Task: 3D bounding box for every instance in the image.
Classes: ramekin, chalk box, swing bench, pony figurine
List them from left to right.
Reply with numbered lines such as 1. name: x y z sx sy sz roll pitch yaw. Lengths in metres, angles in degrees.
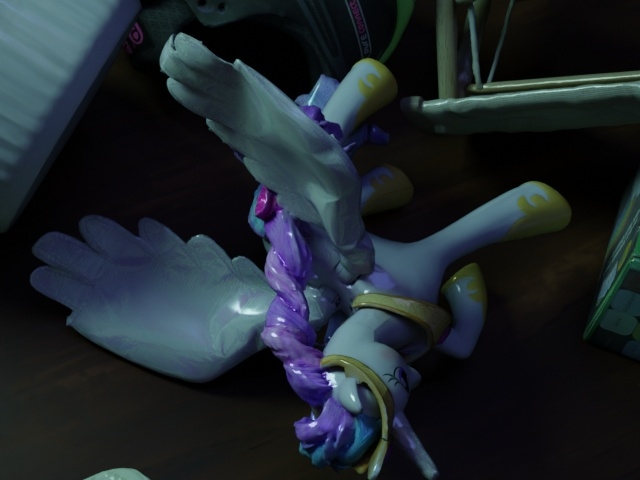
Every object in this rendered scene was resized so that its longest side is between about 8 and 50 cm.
1. ramekin: -0.248 -0.128 1.499 0.127 0.273 0.273 31 52 -7
2. pony figurine: 0.000 0.000 1.487 0.351 0.303 0.363 37 39 2
3. swing bench: 0.226 -0.207 1.650 0.253 0.165 0.255 -1 75 29
4. chalk box: 0.313 0.030 1.605 0.132 0.132 0.213 20 54 0

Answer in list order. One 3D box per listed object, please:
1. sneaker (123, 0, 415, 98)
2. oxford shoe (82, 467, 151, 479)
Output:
1. sneaker: -0.149 -0.256 1.624 0.482 0.185 0.202 25 83 -10
2. oxford shoe: -0.168 0.352 1.259 0.130 0.169 0.449 47 32 -36
